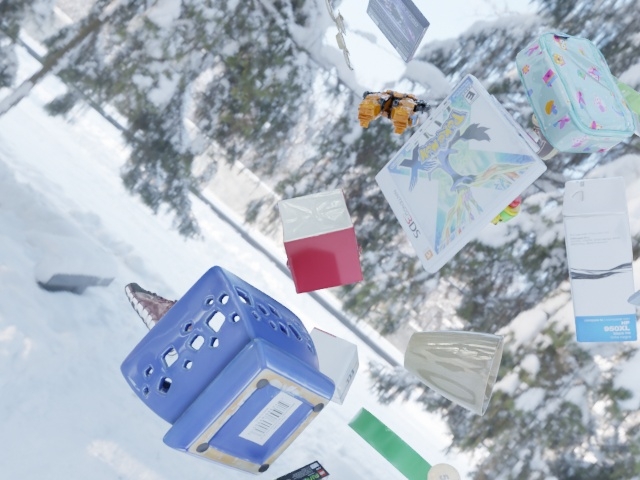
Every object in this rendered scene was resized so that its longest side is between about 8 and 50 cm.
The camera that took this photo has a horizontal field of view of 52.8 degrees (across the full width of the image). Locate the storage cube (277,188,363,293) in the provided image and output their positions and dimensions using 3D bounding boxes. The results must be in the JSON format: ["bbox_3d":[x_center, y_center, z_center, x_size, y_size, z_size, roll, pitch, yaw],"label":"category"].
[{"bbox_3d":[0.000,0.000,1.740,0.183,0.215,0.193,-102,179,-50],"label":"storage cube"}]

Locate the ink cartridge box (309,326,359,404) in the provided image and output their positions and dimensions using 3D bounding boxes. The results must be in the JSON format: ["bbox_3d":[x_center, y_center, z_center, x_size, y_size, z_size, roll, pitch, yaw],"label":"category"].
[{"bbox_3d":[0.019,0.331,1.683,0.128,0.127,0.176,21,-25,16],"label":"ink cartridge box"}]

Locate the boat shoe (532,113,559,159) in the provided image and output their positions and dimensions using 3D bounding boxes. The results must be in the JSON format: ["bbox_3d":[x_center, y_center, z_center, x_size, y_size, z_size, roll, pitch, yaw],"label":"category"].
[{"bbox_3d":[0.727,-0.378,2.027,0.123,0.123,0.342,16,-22,4],"label":"boat shoe"}]

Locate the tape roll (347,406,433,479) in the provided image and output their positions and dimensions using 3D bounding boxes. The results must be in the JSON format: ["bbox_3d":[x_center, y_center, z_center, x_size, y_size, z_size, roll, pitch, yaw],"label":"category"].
[{"bbox_3d":[0.226,0.640,1.961,0.321,0.077,0.321,41,-10,9],"label":"tape roll"}]

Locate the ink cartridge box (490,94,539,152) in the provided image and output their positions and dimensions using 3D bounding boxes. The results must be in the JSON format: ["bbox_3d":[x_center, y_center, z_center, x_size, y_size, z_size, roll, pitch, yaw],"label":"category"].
[{"bbox_3d":[0.389,-0.213,1.701,0.186,0.311,0.065,41,26,-19],"label":"ink cartridge box"}]

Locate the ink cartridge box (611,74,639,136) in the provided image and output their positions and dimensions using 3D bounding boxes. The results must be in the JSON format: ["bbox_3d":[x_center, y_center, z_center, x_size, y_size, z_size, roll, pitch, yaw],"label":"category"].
[{"bbox_3d":[0.950,-0.422,2.010,0.109,0.062,0.209,50,8,-45],"label":"ink cartridge box"}]

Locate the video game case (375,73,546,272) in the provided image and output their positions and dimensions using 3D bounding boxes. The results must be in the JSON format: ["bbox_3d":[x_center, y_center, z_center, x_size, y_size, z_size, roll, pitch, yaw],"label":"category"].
[{"bbox_3d":[0.282,-0.145,1.390,0.036,0.329,0.300,14,40,-40],"label":"video game case"}]

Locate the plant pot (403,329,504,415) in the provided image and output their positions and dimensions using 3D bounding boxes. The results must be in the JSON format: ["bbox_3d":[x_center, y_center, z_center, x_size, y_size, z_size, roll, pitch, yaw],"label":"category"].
[{"bbox_3d":[0.415,0.388,2.051,0.274,0.256,0.256,14,-15,23],"label":"plant pot"}]

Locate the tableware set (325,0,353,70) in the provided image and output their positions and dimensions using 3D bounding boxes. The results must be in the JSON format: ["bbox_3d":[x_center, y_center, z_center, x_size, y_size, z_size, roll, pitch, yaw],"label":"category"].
[{"bbox_3d":[0.046,-0.468,1.450,0.141,0.020,0.168,20,55,-75],"label":"tableware set"}]

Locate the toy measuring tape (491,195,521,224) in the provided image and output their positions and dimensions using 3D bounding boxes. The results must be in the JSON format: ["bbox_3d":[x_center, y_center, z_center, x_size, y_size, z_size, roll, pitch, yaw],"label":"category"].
[{"bbox_3d":[0.554,-0.148,1.944,0.121,0.330,0.121,14,-47,16],"label":"toy measuring tape"}]

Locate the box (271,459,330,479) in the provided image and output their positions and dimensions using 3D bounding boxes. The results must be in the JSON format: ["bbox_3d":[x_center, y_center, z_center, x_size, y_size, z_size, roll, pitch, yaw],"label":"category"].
[{"bbox_3d":[-0.083,0.422,0.995,0.207,0.114,0.036,-6,35,-47],"label":"box"}]

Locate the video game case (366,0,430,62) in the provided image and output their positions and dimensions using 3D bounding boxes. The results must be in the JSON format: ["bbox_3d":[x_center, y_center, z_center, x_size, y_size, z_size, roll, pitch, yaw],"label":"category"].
[{"bbox_3d":[0.204,-0.604,1.746,0.196,0.026,0.274,52,-4,1],"label":"video game case"}]

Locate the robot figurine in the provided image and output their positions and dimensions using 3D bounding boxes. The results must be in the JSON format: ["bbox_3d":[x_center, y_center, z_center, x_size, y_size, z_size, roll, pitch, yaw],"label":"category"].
[{"bbox_3d":[0.209,-0.385,1.894,0.211,0.085,0.291,15,22,13],"label":"robot figurine"}]

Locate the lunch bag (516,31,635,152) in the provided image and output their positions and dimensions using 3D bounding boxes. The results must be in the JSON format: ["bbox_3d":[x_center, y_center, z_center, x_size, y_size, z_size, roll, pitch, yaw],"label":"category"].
[{"bbox_3d":[0.572,-0.334,1.437,0.108,0.224,0.279,-42,-123,54],"label":"lunch bag"}]

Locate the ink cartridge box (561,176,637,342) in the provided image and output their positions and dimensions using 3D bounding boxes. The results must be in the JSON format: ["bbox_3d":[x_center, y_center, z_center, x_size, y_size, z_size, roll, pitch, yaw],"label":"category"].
[{"bbox_3d":[0.798,0.050,1.840,0.285,0.166,0.394,-52,132,-57],"label":"ink cartridge box"}]

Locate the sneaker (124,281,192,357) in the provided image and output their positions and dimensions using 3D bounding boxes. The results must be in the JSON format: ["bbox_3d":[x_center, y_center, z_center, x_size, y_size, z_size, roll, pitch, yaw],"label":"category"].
[{"bbox_3d":[-0.417,0.184,1.789,0.281,0.163,0.106,45,-16,32],"label":"sneaker"}]

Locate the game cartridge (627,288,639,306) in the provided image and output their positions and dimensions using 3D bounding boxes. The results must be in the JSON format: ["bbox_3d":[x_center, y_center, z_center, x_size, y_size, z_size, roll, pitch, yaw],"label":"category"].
[{"bbox_3d":[0.766,0.138,1.496,0.083,0.017,0.056,15,-41,-7],"label":"game cartridge"}]

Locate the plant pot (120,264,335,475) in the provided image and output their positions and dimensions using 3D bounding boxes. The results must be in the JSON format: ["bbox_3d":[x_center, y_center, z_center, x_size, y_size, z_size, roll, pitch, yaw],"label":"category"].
[{"bbox_3d":[-0.130,0.217,1.007,0.236,0.236,0.212,40,4,-43],"label":"plant pot"}]

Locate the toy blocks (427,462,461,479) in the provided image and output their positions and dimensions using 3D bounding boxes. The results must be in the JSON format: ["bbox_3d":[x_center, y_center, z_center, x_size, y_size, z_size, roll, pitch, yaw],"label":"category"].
[{"bbox_3d":[0.180,0.449,1.063,0.054,0.123,0.148,34,-33,34],"label":"toy blocks"}]
